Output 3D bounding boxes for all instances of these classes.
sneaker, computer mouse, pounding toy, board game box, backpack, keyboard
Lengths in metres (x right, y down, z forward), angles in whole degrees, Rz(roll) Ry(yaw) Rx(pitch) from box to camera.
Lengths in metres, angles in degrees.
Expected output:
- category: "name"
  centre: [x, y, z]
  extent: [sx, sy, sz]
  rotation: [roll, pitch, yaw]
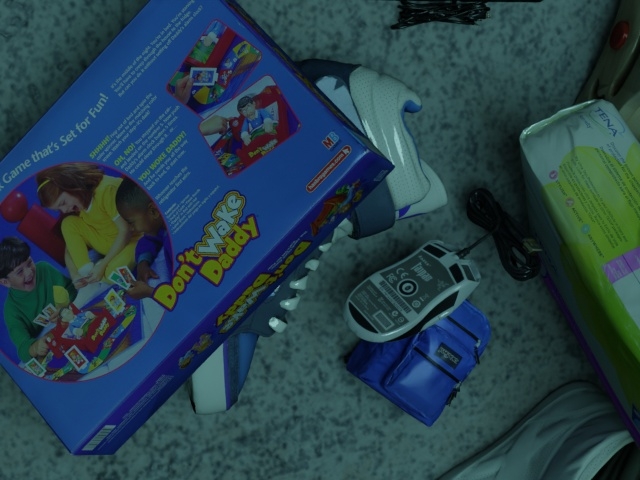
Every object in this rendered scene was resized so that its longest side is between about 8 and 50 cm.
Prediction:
- category: "sneaker"
  centre: [0.189, 0.262, 1.550]
  extent: [0.292, 0.169, 0.108]
  rotation: [-46, 107, -2]
- category: "computer mouse"
  centre: [0.104, 0.035, 1.494]
  extent: [0.193, 0.106, 0.042]
  rotation: [-32, 148, -16]
- category: "pounding toy"
  centre: [0.340, -0.149, 1.541]
  extent: [0.155, 0.154, 0.269]
  rotation: [18, 75, -15]
- category: "board game box"
  centre: [-0.143, -0.024, 1.379]
  extent: [0.347, 0.078, 0.233]
  rotation: [-45, 72, 9]
- category: "backpack"
  centre: [0.102, 0.102, 1.540]
  extent: [0.098, 0.101, 0.120]
  rotation: [38, 85, -22]
- category: "sneaker"
  centre: [0.000, 0.000, 1.481]
  extent: [0.236, 0.130, 0.323]
  rotation: [3, 93, -9]
- category: "keyboard"
  centre: [0.128, -0.244, 1.522]
  extent: [0.192, 0.038, 0.100]
  rotation: [-2, 99, -12]

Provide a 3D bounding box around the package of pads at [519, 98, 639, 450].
- category: "package of pads"
  centre: [0.274, 0.048, 1.438]
  extent: [0.101, 0.229, 0.296]
  rotation: [-25, 60, -3]
